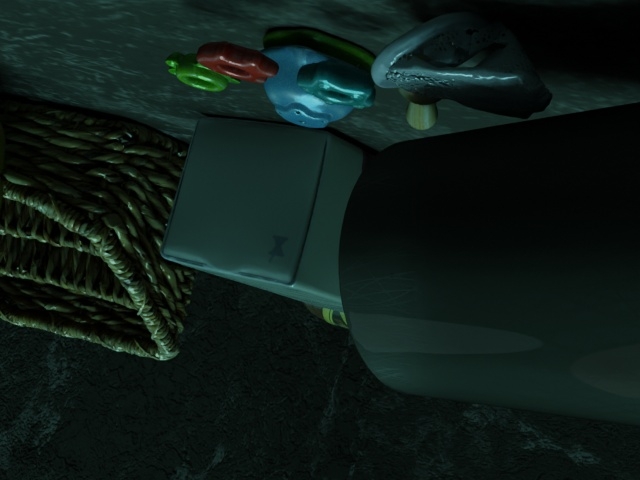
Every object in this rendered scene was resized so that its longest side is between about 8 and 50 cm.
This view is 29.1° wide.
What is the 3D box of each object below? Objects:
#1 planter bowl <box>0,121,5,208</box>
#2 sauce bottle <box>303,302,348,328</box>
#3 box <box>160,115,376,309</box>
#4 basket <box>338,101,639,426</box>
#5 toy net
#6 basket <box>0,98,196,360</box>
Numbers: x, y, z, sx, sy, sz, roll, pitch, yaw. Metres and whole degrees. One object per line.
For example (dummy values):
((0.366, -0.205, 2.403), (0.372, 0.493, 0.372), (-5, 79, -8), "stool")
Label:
((-0.354, -0.095, 1.117), (0.217, 0.090, 0.217), (21, 139, 20), "planter bowl")
((0.057, 0.040, 1.235), (0.344, 0.111, 0.111), (12, 175, 41), "sauce bottle")
((0.002, -0.010, 1.067), (0.148, 0.127, 0.232), (11, 173, 37), "box")
((0.135, 0.010, 0.547), (0.227, 0.154, 0.204), (-2, -175, 39), "basket")
((0.020, -0.093, 0.620), (0.122, 0.045, 0.232), (20, 171, -33), "toy net")
((-0.284, -0.016, 1.264), (0.299, 0.223, 0.213), (12, 175, 31), "basket")
